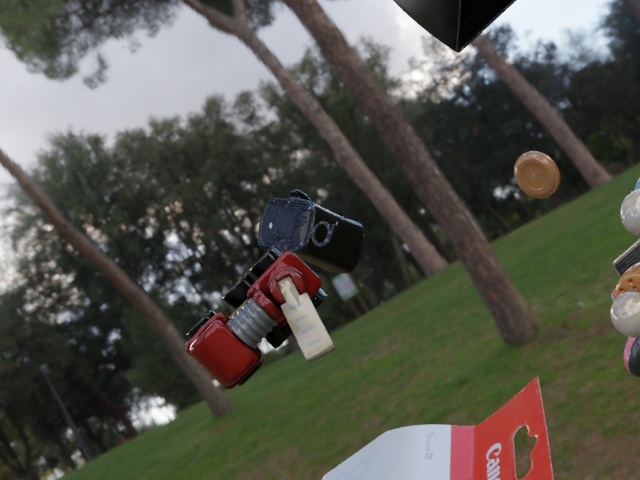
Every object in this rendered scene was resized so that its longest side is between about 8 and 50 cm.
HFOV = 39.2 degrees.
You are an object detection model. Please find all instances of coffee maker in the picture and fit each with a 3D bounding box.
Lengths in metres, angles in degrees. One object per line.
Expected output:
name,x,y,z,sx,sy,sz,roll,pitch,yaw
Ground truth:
coffee maker,0.000,0.000,1.654,0.178,0.171,0.120,21,-78,-50

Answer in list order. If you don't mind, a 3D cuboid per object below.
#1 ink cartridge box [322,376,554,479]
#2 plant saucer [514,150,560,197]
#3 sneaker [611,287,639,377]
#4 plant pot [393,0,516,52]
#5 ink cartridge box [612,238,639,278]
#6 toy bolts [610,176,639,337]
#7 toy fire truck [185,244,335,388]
ink cartridge box,0.141,0.348,1.252,0.385,0.091,0.308,-42,9,21
plant saucer,0.363,-0.110,1.513,0.013,0.083,0.083,-34,-4,-40
sneaker,0.575,0.133,1.592,0.136,0.116,0.314,7,35,36
plant pot,0.175,-0.402,1.216,0.187,0.167,0.188,-44,-31,-26
ink cartridge box,0.620,-0.006,1.449,0.235,0.088,0.193,-23,-17,-15
toy bolts,0.455,0.017,1.100,0.158,0.228,0.218,-25,18,-36
toy fire truck,-0.078,0.128,1.296,0.217,0.158,0.246,-45,1,-3
